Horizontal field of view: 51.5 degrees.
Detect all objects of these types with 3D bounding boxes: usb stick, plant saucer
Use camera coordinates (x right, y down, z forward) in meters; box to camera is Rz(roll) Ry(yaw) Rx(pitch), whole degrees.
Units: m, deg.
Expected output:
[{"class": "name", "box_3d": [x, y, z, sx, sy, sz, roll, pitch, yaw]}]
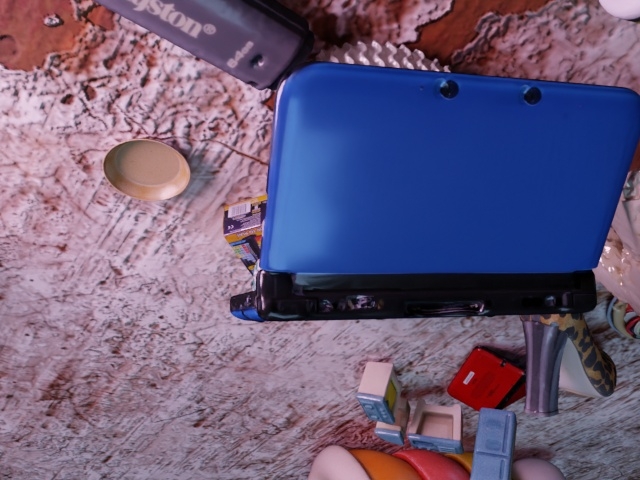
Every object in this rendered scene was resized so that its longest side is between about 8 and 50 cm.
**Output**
[{"class": "usb stick", "box_3d": [-0.132, -0.194, 0.482, 0.278, 0.045, 0.077, 23, 132, -29]}, {"class": "plant saucer", "box_3d": [-0.169, -0.072, 0.649, 0.084, 0.015, 0.083, -3, 140, -2]}]

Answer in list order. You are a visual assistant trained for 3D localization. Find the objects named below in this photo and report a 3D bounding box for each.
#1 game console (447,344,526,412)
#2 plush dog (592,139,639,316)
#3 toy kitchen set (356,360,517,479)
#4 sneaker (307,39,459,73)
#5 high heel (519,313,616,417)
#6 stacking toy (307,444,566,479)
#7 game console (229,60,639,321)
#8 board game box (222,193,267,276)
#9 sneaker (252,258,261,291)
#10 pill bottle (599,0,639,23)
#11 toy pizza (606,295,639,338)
[{"class": "game console", "box_3d": [0.280, 0.201, 1.015, 0.124, 0.085, 0.144, 28, 139, 11]}, {"class": "plush dog", "box_3d": [0.389, -0.014, 0.616, 0.226, 0.210, 0.262, -32, 159, -2]}, {"class": "toy kitchen set", "box_3d": [0.168, 0.273, 0.961, 0.207, 0.122, 0.166, 2, 143, 22]}, {"class": "sneaker", "box_3d": [0.108, -0.075, 0.601, 0.294, 0.102, 0.146, 10, 139, -16]}, {"class": "high heel", "box_3d": [0.343, 0.115, 0.886, 0.093, 0.186, 0.261, 5, -174, 39]}, {"class": "stacking toy", "box_3d": [0.244, 0.489, 1.201, 0.480, 0.350, 0.350, -11, 143, -21]}, {"class": "game console", "box_3d": [0.082, -0.018, 0.570, 0.293, 0.173, 0.250, 1, 173, -16]}, {"class": "board game box", "box_3d": [0.000, 0.000, 0.724, 0.171, 0.048, 0.141, -15, 138, 13]}, {"class": "sneaker", "box_3d": [-0.025, 0.032, 0.677, 0.076, 0.064, 0.166, 5, 142, -15]}, {"class": "pill bottle", "box_3d": [0.303, -0.194, 0.474, 0.184, 0.103, 0.103, 7, 139, -14]}, {"class": "toy pizza", "box_3d": [0.486, 0.084, 0.876, 0.202, 0.032, 0.201, -2, 140, -2]}]
